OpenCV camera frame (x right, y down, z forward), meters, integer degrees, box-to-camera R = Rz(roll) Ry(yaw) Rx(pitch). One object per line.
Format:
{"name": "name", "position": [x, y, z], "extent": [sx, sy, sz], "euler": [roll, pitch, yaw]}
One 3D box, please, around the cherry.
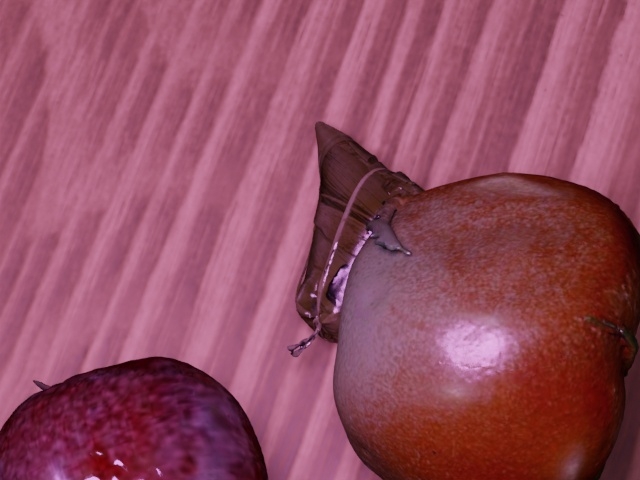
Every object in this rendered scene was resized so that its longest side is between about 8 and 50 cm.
{"name": "cherry", "position": [-0.150, 0.220, 1.590], "extent": [0.230, 0.203, 0.300], "euler": [-19, 60, -18]}

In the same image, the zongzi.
{"name": "zongzi", "position": [0.000, 0.000, 1.753], "extent": [0.178, 0.081, 0.189], "euler": [38, 90, 37]}

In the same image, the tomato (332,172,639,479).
{"name": "tomato", "position": [0.133, 0.086, 1.587], "extent": [0.239, 0.303, 0.303], "euler": [11, 71, 3]}
